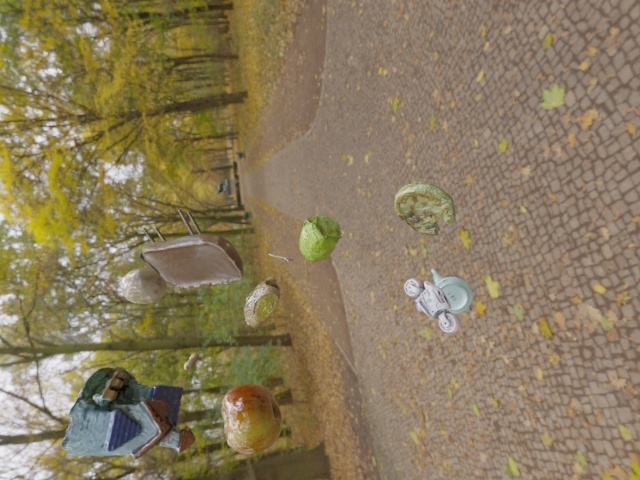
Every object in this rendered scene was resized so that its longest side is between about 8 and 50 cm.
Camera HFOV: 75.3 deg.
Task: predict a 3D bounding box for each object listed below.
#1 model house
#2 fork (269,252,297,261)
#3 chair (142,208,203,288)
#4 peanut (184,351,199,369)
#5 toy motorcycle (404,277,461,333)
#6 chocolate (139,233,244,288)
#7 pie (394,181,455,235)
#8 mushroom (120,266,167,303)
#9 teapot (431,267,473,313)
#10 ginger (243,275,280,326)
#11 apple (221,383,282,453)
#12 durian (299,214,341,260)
[{"bbox_3d":[-0.543,0.541,1.280,0.295,0.329,0.252,114,167,-69],"label":"model house"},{"bbox_3d":[-0.114,0.052,1.265,0.115,0.016,0.012,9,116,36],"label":"fork"},{"bbox_3d":[-0.526,0.034,1.612,0.272,0.166,0.188,62,175,-4],"label":"chair"},{"bbox_3d":[-0.516,0.484,1.660,0.083,0.037,0.037,-50,-33,-52],"label":"peanut"},{"bbox_3d":[0.406,0.220,1.488,0.254,0.112,0.112,47,148,36],"label":"toy motorcycle"},{"bbox_3d":[-0.322,0.042,1.088,0.083,0.261,0.161,-76,-28,-44],"label":"chocolate"},{"bbox_3d":[0.491,-0.151,1.968,0.067,0.302,0.302,-55,-18,-37],"label":"pie"},{"bbox_3d":[-0.846,0.207,2.021,0.209,0.206,0.206,-70,-11,-45],"label":"mushroom"},{"bbox_3d":[0.545,0.213,1.715,0.232,0.159,0.159,46,165,1],"label":"teapot"},{"bbox_3d":[-0.290,0.291,2.006,0.276,0.130,0.221,-62,23,5],"label":"ginger"},{"bbox_3d":[-0.307,0.809,1.898,0.301,0.301,0.301,174,90,-78],"label":"apple"},{"bbox_3d":[0.000,0.000,2.176,0.204,0.256,0.340,35,132,17],"label":"durian"}]
